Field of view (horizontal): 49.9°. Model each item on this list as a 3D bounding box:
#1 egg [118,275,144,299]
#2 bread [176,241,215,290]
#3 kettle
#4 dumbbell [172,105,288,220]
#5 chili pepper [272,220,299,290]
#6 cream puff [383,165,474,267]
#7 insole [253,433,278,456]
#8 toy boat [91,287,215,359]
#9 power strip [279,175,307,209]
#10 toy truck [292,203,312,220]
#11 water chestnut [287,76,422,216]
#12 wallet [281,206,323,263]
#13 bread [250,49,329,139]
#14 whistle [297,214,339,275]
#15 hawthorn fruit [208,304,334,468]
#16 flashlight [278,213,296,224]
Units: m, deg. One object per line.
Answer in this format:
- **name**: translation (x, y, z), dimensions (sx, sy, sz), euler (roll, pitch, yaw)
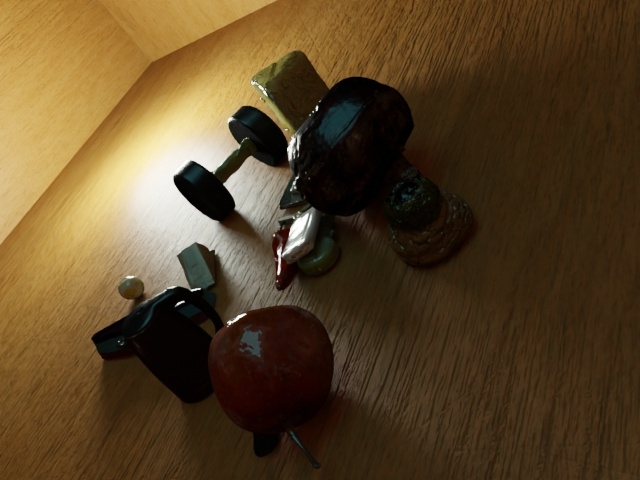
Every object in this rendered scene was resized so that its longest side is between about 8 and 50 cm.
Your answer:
- **egg**: translation (-0.562, 0.140, 2.031), dimensions (0.083, 0.071, 0.071), euler (-19, 36, 35)
- **bread**: translation (-0.322, 0.087, 1.893), dimensions (0.077, 0.105, 0.152), euler (-32, 63, 11)
- **kettle**: translation (-0.308, 0.220, 1.504), dimensions (0.202, 0.232, 0.144), euler (-37, 32, 2)
- **dumbbell**: translation (-0.269, -0.234, 2.080), dimensions (0.322, 0.204, 0.204), euler (-48, 32, -16)
- **chili pepper**: translation (-0.084, 0.035, 1.669), dimensions (0.071, 0.063, 0.272), euler (-20, 35, 9)
- **cream puff**: translation (0.200, -0.061, 1.396), dimensions (0.183, 0.169, 0.183), euler (-28, 32, 20)
- **insole**: translation (-0.115, 0.337, 1.373), dimensions (0.080, 0.003, 0.232), euler (-34, 32, 9)
- **toy boat**: translation (-0.449, 0.223, 1.812), dimensions (0.392, 0.079, 0.136), euler (-23, 33, 19)
- **power strip**: translation (-0.023, -0.192, 1.900), dimensions (0.198, 0.064, 0.213), euler (-16, 39, 36)
- **toy truck**: translation (-0.029, -0.064, 1.756), dimensions (0.083, 0.049, 0.054), euler (-43, 30, -9)
- **water chestnut**: translation (0.097, -0.199, 1.597), dimensions (0.350, 0.302, 0.350), euler (-56, -2, -3)
- **wallet**: translation (-0.041, -0.016, 1.630), dimensions (0.095, 0.033, 0.190), euler (-34, 22, 30)
- **bread**: translation (-0.118, -0.396, 2.090), dimensions (0.279, 0.248, 0.315), euler (-18, 24, 40)
- **whistle**: translation (0.000, 0.000, 1.634), dimensions (0.104, 0.057, 0.198), euler (-19, 38, 29)
- **hawthorn fruit**: translation (-0.100, 0.243, 1.259), dimensions (0.235, 0.231, 0.263), euler (-22, 29, 45)
- **flashlight**: translation (-0.075, -0.057, 1.823), dimensions (0.083, 0.018, 0.018), euler (-13, 40, 37)
